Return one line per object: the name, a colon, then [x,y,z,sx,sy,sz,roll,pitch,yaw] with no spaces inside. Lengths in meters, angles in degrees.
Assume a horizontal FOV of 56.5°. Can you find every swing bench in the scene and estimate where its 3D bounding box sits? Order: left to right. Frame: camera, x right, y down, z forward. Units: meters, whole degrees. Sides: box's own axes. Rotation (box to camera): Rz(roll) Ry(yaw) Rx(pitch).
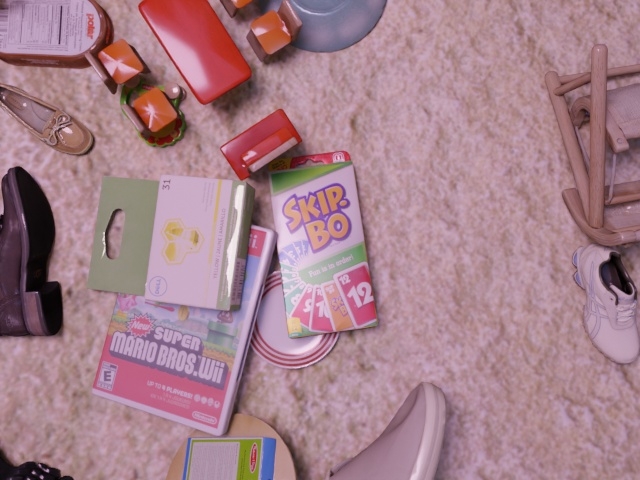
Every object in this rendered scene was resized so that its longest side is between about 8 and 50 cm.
swing bench: [0.468,-0.135,0.796,0.253,0.165,0.255,-9,93,-1]

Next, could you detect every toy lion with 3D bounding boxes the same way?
toy lion: [-0.242,-0.186,0.862,0.100,0.034,0.096,16,95,1]

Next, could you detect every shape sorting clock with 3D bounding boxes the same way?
shape sorting clock: [-0.123,0.338,0.793,0.206,0.040,0.206,-13,60,25]

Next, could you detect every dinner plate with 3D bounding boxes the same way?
dinner plate: [-0.040,0.111,0.852,0.141,0.017,0.141,0,87,1]

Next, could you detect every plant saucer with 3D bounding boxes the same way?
plant saucer: [0.002,-0.373,0.860,0.194,0.037,0.195,0,92,2]

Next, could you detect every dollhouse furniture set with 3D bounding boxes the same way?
dollhouse furniture set: [-0.133,-0.215,0.783,0.262,0.135,0.259,-35,99,-5]

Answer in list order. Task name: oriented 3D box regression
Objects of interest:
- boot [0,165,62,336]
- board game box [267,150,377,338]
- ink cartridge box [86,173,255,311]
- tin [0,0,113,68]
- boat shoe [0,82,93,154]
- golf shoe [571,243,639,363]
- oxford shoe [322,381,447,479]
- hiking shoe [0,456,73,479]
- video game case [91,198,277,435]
boot: [-0.492,0.038,0.819,0.228,0.091,0.263,-7,89,-1]
board game box: [0.000,0.000,0.839,0.124,0.039,0.260,-8,78,-2]
ink cartridge box: [-0.214,-0.003,0.805,0.235,0.056,0.171,6,86,11]
tin: [-0.400,-0.308,0.865,0.189,0.040,0.106,2,91,0]
boat shoe: [-0.399,-0.174,0.850,0.153,0.048,0.056,36,88,2]
golf shoe: [0.403,0.090,0.819,0.069,0.086,0.176,-20,89,-3]
oxford shoe: [0.022,0.375,0.770,0.130,0.169,0.449,31,93,3]
hiking shoe: [-0.484,0.334,0.793,0.304,0.113,0.132,29,87,1]
video game case: [-0.190,0.102,0.829,0.204,0.025,0.285,14,87,13]
